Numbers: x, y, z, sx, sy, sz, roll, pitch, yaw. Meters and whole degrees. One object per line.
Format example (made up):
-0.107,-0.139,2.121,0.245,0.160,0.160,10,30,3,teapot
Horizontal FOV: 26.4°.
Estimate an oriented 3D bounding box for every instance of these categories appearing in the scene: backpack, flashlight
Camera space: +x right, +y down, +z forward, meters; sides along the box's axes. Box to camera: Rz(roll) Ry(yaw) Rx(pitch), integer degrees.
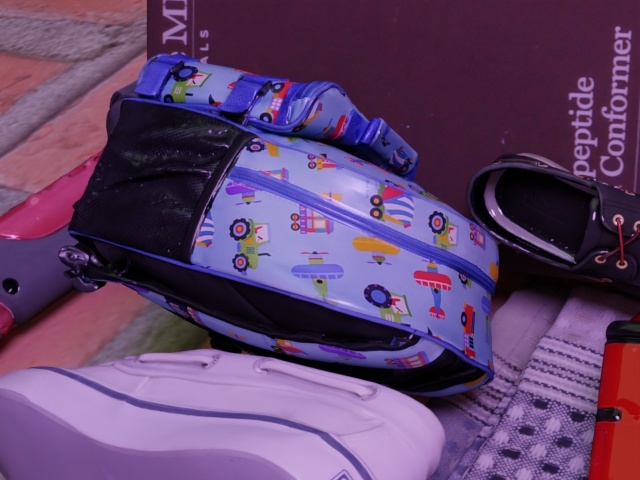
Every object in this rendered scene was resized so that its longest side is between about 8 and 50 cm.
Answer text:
0.000,0.000,0.602,0.173,0.158,0.117,14,79,33,backpack
-0.171,-0.012,0.809,0.103,0.103,0.304,22,49,37,flashlight

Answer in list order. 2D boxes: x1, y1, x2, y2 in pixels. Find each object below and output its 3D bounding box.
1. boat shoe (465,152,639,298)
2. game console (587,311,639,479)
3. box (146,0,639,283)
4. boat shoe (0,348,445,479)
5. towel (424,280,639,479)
0.126,-0.001,0.599,0.133,0.049,0.042,24,22,25,boat shoe
0.188,0.073,0.542,0.144,0.085,0.124,2,65,22,game console
0.097,-0.089,0.706,0.381,0.191,0.143,7,12,32,box
-0.056,0.092,0.603,0.258,0.095,0.084,7,31,43,boat shoe
0.154,0.122,0.520,0.324,0.056,0.312,8,39,33,towel
